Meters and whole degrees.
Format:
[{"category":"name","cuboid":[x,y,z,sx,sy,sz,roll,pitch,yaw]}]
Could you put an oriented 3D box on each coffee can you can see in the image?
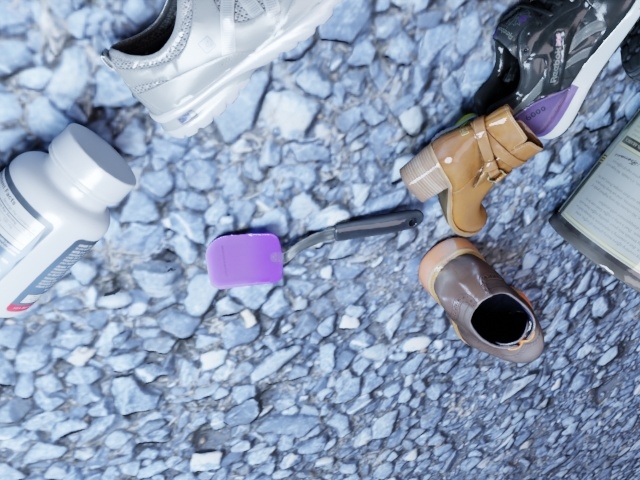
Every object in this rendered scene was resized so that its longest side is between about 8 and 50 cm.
[{"category":"coffee can","cuboid":[0.496,-0.079,0.881,0.202,0.201,0.275,17,116,-36]}]

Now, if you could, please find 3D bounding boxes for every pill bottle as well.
[{"category":"pill bottle","cuboid":[-0.269,-0.022,0.594,0.180,0.108,0.108,-42,133,7]}]

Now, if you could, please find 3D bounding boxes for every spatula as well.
[{"category":"spatula","cuboid":[0.000,0.000,0.802,0.297,0.030,0.084,-15,128,-16]}]

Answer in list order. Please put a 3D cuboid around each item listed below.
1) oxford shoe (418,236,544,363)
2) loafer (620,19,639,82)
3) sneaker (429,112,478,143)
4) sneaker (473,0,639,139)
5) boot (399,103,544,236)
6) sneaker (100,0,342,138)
[{"category":"oxford shoe","cuboid":[0.284,0.137,0.986,0.130,0.132,0.364,-45,132,10]},{"category":"loafer","cuboid":[0.405,-0.255,0.708,0.078,0.223,0.076,34,151,-5]},{"category":"sneaker","cuboid":[0.173,-0.129,0.788,0.083,0.035,0.031,-41,132,7]},{"category":"sneaker","cuboid":[0.271,-0.248,0.704,0.124,0.107,0.283,3,124,-22]},{"category":"boot","cuboid":[0.211,-0.082,0.781,0.152,0.073,0.197,-32,146,25]},{"category":"sneaker","cuboid":[-0.073,-0.216,0.545,0.281,0.105,0.115,-44,131,10]}]
